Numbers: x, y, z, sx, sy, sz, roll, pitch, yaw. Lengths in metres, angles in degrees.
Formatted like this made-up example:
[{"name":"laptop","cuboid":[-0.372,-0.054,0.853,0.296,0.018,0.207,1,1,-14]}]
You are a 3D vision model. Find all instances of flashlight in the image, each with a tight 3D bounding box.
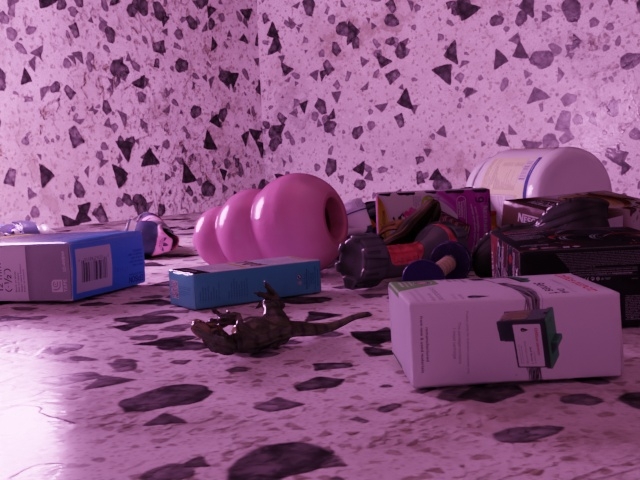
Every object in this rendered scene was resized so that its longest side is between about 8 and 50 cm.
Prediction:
[{"name":"flashlight","cuboid":[0.156,0.018,1.659,0.304,0.103,0.103,-2,-35,-47]}]

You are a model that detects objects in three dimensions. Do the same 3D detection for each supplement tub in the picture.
[{"name":"supplement tub","cuboid":[0.529,-0.112,2.222,0.236,0.235,0.325,-5,6,-22]}]

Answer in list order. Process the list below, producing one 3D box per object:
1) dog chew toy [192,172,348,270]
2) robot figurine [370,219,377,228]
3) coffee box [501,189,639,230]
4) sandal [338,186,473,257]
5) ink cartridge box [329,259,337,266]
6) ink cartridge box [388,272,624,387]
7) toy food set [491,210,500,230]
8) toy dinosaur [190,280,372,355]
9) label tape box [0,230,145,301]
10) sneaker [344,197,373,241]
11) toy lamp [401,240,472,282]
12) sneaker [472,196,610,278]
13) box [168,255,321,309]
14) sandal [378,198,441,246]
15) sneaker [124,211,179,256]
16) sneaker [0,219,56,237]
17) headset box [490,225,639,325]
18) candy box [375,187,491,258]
[{"name":"dog chew toy","cuboid":[-0.115,-0.021,1.827,0.332,0.206,0.207,-8,2,27]},{"name":"robot figurine","cuboid":[-0.010,-0.031,2.238,0.291,0.085,0.211,4,-12,-40]},{"name":"coffee box","cuboid":[0.519,-0.021,1.770,0.297,0.118,0.168,-6,17,-33]},{"name":"sandal","cuboid":[0.185,-0.066,2.168,0.446,0.107,0.168,-25,9,-34]},{"name":"ink cartridge box","cuboid":[-0.043,0.002,1.936,0.151,0.109,0.063,-2,4,19]},{"name":"ink cartridge box","cuboid":[0.194,0.093,0.973,0.220,0.092,0.160,-3,6,-4]},{"name":"toy food set","cuboid":[0.320,-0.018,2.009,0.111,0.104,0.232,-3,6,-9]},{"name":"toy dinosaur","cuboid":[-0.071,0.104,1.159,0.268,0.064,0.118,-6,21,-40]},{"name":"label tape box","cuboid":[-0.549,0.048,1.717,0.348,0.115,0.249,-3,5,20]},{"name":"sneaker","cuboid":[0.000,0.000,1.996,0.258,0.091,0.094,-29,-11,28]},{"name":"toy lamp","cuboid":[0.208,0.047,1.535,0.080,0.080,0.275,-1,7,18]},{"name":"sneaker","cuboid":[0.373,0.026,1.539,0.109,0.130,0.286,5,-22,-36]},{"name":"box","cuboid":[-0.126,0.070,1.533,0.244,0.060,0.101,-6,6,-33]},{"name":"sandal","cuboid":[0.150,-0.012,1.766,0.060,0.090,0.219,32,66,33]},{"name":"sneaker","cuboid":[-0.431,-0.005,2.355,0.131,0.112,0.319,14,8,-2]},{"name":"sneaker","cuboid":[-0.704,0.012,2.034,0.236,0.130,0.323,-7,0,-1]},{"name":"headset box","cuboid":[0.369,0.045,1.296,0.218,0.110,0.293,-3,6,4]},{"name":"candy box","cuboid":[0.233,-0.026,1.855,0.234,0.159,0.071,-3,4,3]}]
